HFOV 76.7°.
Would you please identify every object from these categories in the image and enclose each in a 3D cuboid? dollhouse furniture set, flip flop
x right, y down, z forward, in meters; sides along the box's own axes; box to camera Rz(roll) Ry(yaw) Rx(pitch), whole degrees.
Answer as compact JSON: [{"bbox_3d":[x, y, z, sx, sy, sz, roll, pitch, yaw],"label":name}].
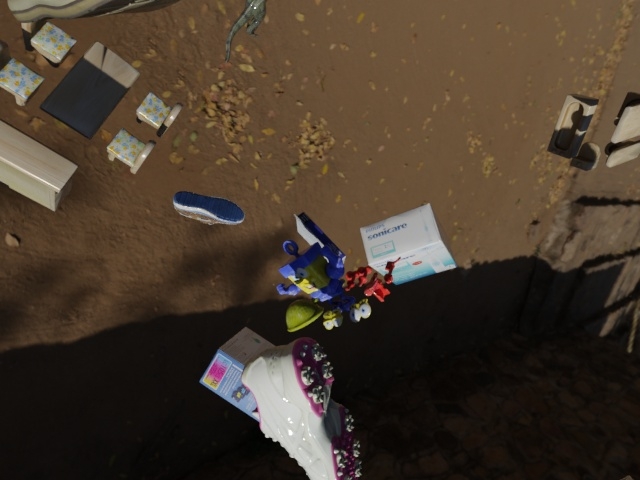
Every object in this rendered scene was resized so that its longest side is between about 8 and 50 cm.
[{"bbox_3d":[0.479,-0.196,0.729,0.123,0.151,0.144,-19,130,-27],"label":"dollhouse furniture set"},{"bbox_3d":[-0.261,-0.294,0.450,0.112,0.277,0.080,-42,137,-45],"label":"flip flop"},{"bbox_3d":[-0.559,-0.290,0.911,0.362,0.256,0.394,35,67,-25],"label":"dollhouse furniture set"}]

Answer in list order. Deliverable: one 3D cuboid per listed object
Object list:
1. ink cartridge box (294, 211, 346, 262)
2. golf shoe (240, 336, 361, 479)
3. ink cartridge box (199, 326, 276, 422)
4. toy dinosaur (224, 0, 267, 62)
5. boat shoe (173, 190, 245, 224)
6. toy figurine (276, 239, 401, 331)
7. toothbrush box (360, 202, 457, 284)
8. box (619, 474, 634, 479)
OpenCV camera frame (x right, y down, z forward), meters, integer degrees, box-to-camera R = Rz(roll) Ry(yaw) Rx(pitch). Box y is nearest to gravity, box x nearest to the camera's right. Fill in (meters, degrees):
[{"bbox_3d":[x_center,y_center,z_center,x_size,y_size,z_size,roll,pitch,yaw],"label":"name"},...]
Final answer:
[{"bbox_3d":[0.000,0.000,1.437,0.045,0.223,0.224,-42,170,-9],"label":"ink cartridge box"},{"bbox_3d":[-0.026,0.303,0.662,0.115,0.140,0.306,-42,115,-66],"label":"golf shoe"},{"bbox_3d":[-0.186,0.507,1.452,0.151,0.395,0.270,-61,173,9],"label":"ink cartridge box"},{"bbox_3d":[-0.138,-0.499,0.864,0.064,0.118,0.268,32,100,-16],"label":"toy dinosaur"},{"bbox_3d":[-0.290,-0.078,1.062,0.183,0.066,0.066,18,58,-9],"label":"boat shoe"},{"bbox_3d":[-0.014,0.075,0.981,0.217,0.362,0.191,46,51,-13],"label":"toy figurine"},{"bbox_3d":[0.280,0.024,1.250,0.216,0.126,0.295,-19,154,19],"label":"toothbrush box"},{"bbox_3d":[0.192,0.226,0.244,0.101,0.087,0.102,-39,165,12],"label":"box"}]
